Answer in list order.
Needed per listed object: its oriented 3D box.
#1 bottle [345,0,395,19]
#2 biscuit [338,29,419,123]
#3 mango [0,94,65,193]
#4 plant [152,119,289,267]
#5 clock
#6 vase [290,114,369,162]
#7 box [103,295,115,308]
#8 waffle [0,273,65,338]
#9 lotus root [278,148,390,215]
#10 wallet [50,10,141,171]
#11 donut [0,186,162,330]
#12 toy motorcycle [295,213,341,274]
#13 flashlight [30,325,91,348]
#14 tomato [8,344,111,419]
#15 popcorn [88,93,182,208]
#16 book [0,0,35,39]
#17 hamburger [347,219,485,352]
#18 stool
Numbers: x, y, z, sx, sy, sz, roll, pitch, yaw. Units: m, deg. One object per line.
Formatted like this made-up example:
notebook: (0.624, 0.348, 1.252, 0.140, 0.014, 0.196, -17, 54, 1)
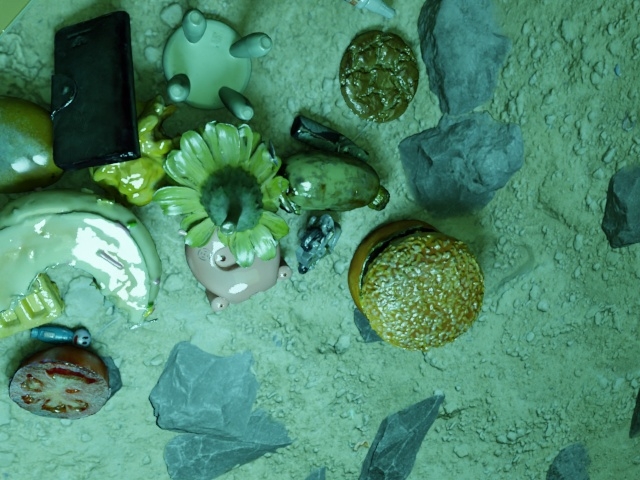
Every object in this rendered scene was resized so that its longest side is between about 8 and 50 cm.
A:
bottle: (0.078, -0.571, 1.307, 0.217, 0.060, 0.060, 19, 100, -25)
biscuit: (0.147, -0.399, 1.399, 0.226, 0.042, 0.225, -6, 108, -18)
mango: (-0.652, -0.190, 1.117, 0.317, 0.146, 0.192, 4, 97, -14)
plant: (-0.167, -0.105, 1.160, 0.306, 0.297, 0.261, 36, 71, -15)
clock: (-0.206, 0.019, 1.354, 0.227, 0.142, 0.241, -25, 110, -11)
vase: (0.030, -0.240, 1.397, 0.212, 0.060, 0.059, 19, 100, -25)
box: (-0.451, 0.117, 1.333, 0.099, 0.074, 0.054, -19, 123, -13)
waffle: (-0.722, 0.140, 1.244, 0.274, 0.057, 0.167, -21, 114, -13)
lotus root: (0.027, -0.134, 1.371, 0.310, 0.173, 0.173, 4, 106, -27)
wallet: (-0.439, -0.290, 1.102, 0.173, 0.045, 0.317, -10, 74, 7)
donut: (-0.515, 0.036, 1.160, 0.372, 0.150, 0.307, 2, 112, -20)
toy motorcycle: (0.000, 0.000, 1.416, 0.073, 0.225, 0.152, 39, 69, 12)
flashlight: (-0.601, 0.223, 1.325, 0.129, 0.051, 0.051, 11, 103, -18)
tomato: (-0.596, 0.322, 1.322, 0.225, 0.085, 0.224, -6, 131, -7)
popcorn: (-0.394, -0.192, 1.193, 0.190, 0.191, 0.253, 32, 89, 10)
book: (-0.678, -0.514, 1.061, 0.389, 0.032, 0.269, -47, 115, -1)
hamburger: (0.248, 0.117, 1.490, 0.330, 0.250, 0.329, -6, 108, -19)
stool: (-0.218, -0.364, 1.189, 0.196, 0.199, 0.195, 12, 102, -25)
